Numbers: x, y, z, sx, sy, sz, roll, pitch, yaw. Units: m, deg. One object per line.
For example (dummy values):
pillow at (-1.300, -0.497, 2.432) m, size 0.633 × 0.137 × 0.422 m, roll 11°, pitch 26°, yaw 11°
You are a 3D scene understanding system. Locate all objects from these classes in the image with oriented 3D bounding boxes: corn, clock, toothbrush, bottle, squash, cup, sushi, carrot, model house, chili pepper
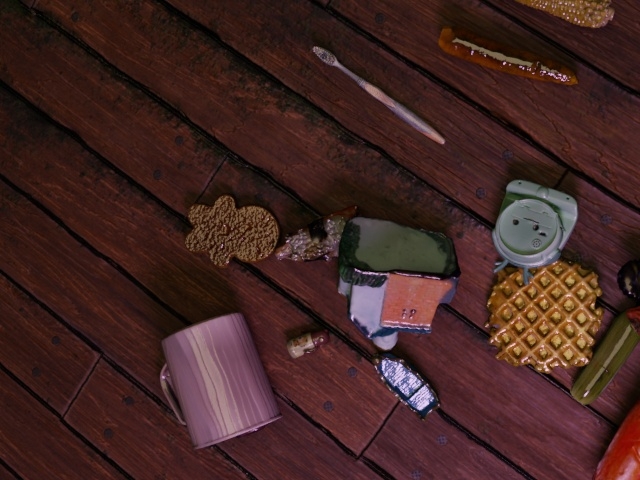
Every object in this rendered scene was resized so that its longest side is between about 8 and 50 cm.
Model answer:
corn at (0.485, -0.527, 1.822) m, size 0.288 × 0.086 × 0.086 m, roll 25°, pitch 96°, yaw 16°
clock at (0.441, -0.014, 1.814) m, size 0.159 × 0.066 × 0.210 m, roll 19°, pitch 81°, yaw 24°
toothbrush at (0.131, -0.330, 1.945) m, size 0.375 × 0.037 × 0.028 m, roll 38°, pitch 102°, yaw 10°
bottle at (-0.026, 0.231, 1.976) m, size 0.101 × 0.047 × 0.063 m, roll -23°, pitch 73°, yaw 13°
squash at (0.604, 0.242, 1.796) m, size 0.066 × 0.066 × 0.229 m, roll 34°, pitch 99°, yaw 13°
cup at (-0.238, 0.326, 1.976) m, size 0.208 × 0.288 × 0.273 m, roll -18°, pitch 83°, yaw -22°
sushi at (0.000, 0.002, 1.945) m, size 0.226 × 0.103 × 0.097 m, roll -24°, pitch 100°, yaw 16°
carrot at (0.407, -0.394, 1.859) m, size 0.314 × 0.066 × 0.066 m, roll 21°, pitch 95°, yaw 11°
model house at (0.148, 0.122, 1.886) m, size 0.253 × 0.184 × 0.291 m, roll 7°, pitch 123°, yaw -4°
chili pepper at (0.702, 0.450, 1.713) m, size 0.251 × 0.229 × 0.305 m, roll 23°, pitch 110°, yaw -15°

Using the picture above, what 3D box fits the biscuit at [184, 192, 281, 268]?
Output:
biscuit at (-0.207, -0.020, 2.030) m, size 0.236 × 0.039 × 0.179 m, roll 7°, pitch 89°, yaw 14°

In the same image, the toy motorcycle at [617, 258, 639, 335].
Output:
toy motorcycle at (0.783, 0.172, 1.704) m, size 0.401 × 0.134 × 0.207 m, roll 14°, pitch 72°, yaw 4°

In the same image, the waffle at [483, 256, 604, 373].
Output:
waffle at (0.474, 0.154, 1.827) m, size 0.245 × 0.052 × 0.254 m, roll 4°, pitch 83°, yaw 18°

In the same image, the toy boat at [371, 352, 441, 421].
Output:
toy boat at (0.184, 0.313, 1.893) m, size 0.075 × 0.077 × 0.185 m, roll -44°, pitch 86°, yaw 11°
